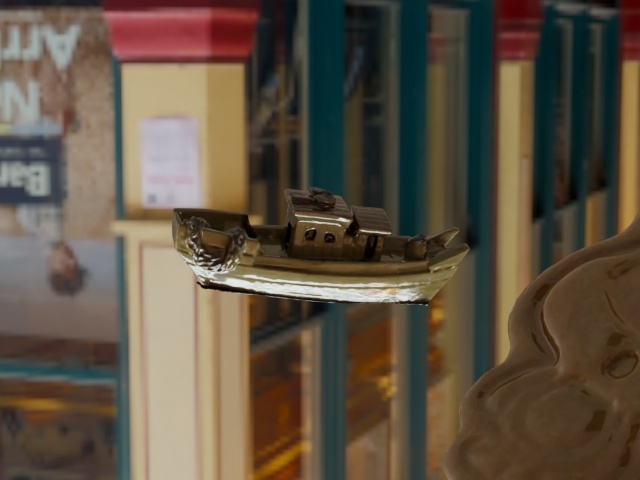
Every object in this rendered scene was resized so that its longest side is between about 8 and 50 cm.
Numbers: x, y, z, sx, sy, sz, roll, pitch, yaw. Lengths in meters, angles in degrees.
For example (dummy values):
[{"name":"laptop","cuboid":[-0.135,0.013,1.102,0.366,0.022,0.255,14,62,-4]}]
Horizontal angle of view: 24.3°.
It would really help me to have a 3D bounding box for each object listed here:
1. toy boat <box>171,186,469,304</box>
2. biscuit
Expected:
[{"name":"toy boat","cuboid":[0.000,0.000,1.032,0.206,0.072,0.064,3,-156,-13]},{"name":"biscuit","cuboid":[0.152,0.036,0.609,0.236,0.040,0.144,-36,-146,-14]}]
